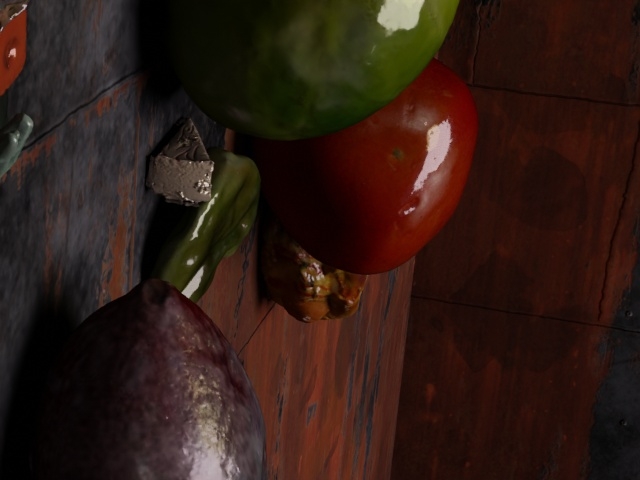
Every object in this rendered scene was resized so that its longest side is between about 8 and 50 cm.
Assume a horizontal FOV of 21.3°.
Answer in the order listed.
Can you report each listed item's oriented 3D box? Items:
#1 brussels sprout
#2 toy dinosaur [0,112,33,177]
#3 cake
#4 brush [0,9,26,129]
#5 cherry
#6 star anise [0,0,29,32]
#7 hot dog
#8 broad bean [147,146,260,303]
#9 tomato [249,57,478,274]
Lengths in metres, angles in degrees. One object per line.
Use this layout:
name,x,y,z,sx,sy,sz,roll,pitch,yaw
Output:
brussels sprout,-0.017,-0.259,1.648,0.268,0.344,0.344,30,65,-40
toy dinosaur,-0.275,0.086,1.120,0.129,0.076,0.383,56,55,-81
cake,-0.133,-0.082,1.724,0.121,0.065,0.052,-73,171,-65
brush,-0.226,-0.204,1.143,0.070,0.051,0.323,-59,156,-56
cherry,-0.147,0.174,1.481,0.230,0.203,0.300,-38,128,-64
star anise,-0.261,-0.102,0.925,0.236,0.109,0.223,-66,165,17
hot dog,0.000,0.000,2.239,0.153,0.150,0.257,-77,173,-68
broad bean,-0.120,-0.014,1.784,0.207,0.072,0.153,-68,167,-47
tomato,0.057,-0.106,2.046,0.226,0.298,0.299,-148,-115,-73
